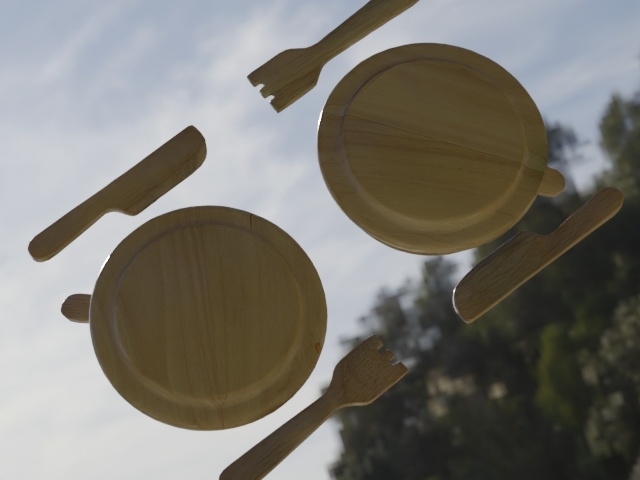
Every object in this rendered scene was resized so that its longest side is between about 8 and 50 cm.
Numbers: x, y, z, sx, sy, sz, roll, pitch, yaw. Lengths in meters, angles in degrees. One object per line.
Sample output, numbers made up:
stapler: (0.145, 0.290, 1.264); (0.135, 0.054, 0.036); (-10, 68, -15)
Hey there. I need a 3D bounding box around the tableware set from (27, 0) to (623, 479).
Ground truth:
tableware set: (0.000, 0.000, 0.683); (0.194, 0.128, 0.039); (-36, -17, -15)
